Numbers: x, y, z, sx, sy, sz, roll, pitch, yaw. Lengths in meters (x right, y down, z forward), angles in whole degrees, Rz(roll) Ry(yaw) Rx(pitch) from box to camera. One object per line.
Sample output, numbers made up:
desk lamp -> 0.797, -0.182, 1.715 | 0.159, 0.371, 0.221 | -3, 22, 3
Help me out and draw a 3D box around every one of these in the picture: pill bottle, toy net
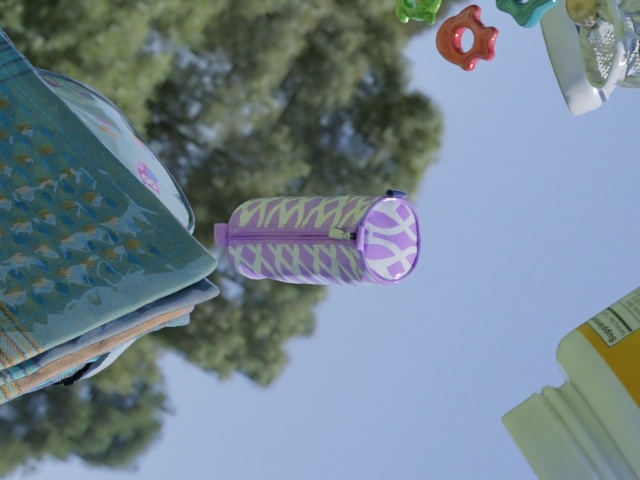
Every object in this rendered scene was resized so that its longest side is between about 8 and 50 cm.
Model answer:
pill bottle -> 0.204, 0.068, 0.923 | 0.215, 0.117, 0.117 | -34, -164, 1
toy net -> 0.122, -0.138, 1.042 | 0.232, 0.045, 0.122 | 39, -65, 36

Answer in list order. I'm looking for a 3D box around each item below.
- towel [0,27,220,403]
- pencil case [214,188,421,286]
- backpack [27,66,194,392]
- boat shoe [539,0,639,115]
towel -> -0.240, -0.021, 0.720 | 0.370, 0.271, 0.040 | -25, 158, -52
pencil case -> 0.000, 0.000, 1.645 | 0.206, 0.088, 0.086 | -2, -87, 49
backpack -> -0.154, -0.007, 0.968 | 0.144, 0.166, 0.188 | -42, 165, 9
boat shoe -> 0.214, -0.164, 1.280 | 0.088, 0.096, 0.267 | -15, -166, 19
